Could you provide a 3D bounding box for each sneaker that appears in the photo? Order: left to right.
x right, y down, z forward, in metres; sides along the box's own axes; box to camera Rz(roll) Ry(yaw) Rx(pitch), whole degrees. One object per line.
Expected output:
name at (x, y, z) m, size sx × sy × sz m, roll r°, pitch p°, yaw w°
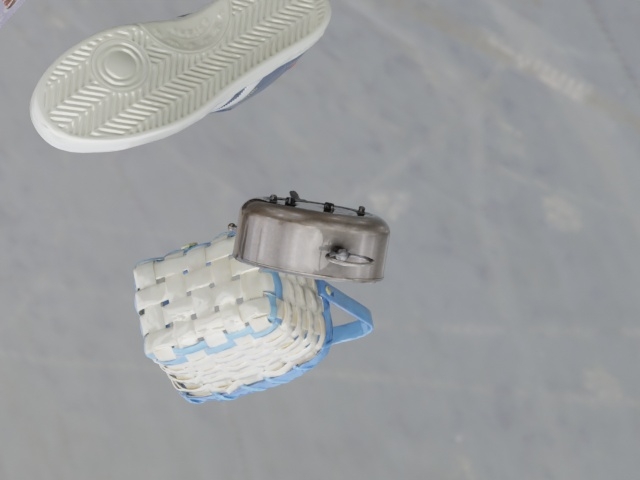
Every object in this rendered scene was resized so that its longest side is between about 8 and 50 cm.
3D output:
sneaker at (-0.150, -0.169, 1.855) m, size 0.131 × 0.350 × 0.148 m, roll 61°, pitch 155°, yaw 8°

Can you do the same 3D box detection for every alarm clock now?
alarm clock at (0.000, 0.000, 1.464) m, size 0.129 × 0.064 × 0.192 m, roll 7°, pitch -171°, yaw -20°

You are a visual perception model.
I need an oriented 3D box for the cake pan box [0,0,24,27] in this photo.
cake pan box at (-0.531, -0.248, 2.232) m, size 0.245 × 0.267 × 0.070 m, roll -4°, pitch 131°, yaw 40°

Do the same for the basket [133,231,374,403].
basket at (-0.089, 0.098, 2.235) m, size 0.254 × 0.201 × 0.289 m, roll -18°, pitch 152°, yaw 14°
